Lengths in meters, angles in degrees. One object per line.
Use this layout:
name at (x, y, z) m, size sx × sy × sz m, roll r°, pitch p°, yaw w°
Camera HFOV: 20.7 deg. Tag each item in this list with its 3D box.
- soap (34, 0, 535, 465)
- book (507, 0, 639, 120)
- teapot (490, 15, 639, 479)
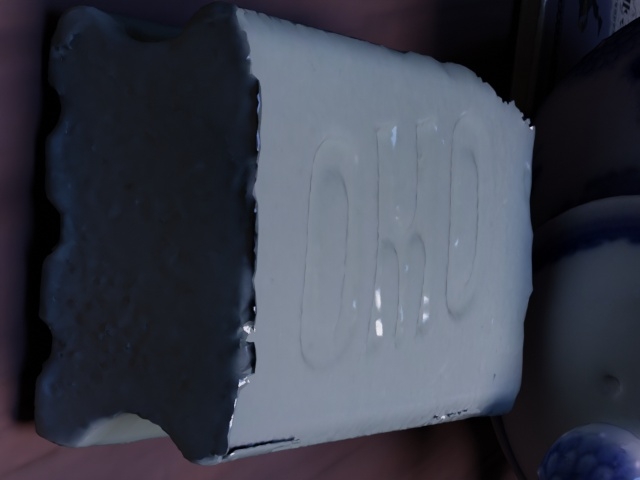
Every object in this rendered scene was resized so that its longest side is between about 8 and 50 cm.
soap at (0.000, 0.000, 0.509) m, size 0.198 × 0.063 × 0.115 m, roll 1°, pitch 92°, yaw -63°
book at (0.127, -0.101, 0.796) m, size 0.181 × 0.014 × 0.127 m, roll 15°, pitch 81°, yaw -63°
teapot at (0.165, 0.037, 0.646) m, size 0.280 × 0.252 × 0.424 m, roll -30°, pitch 153°, yaw -44°
